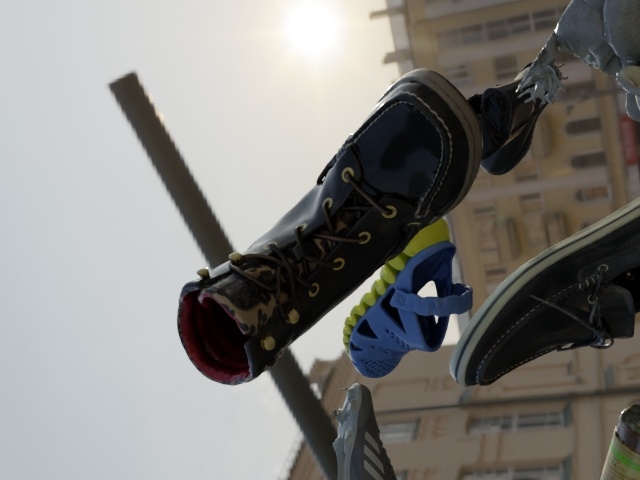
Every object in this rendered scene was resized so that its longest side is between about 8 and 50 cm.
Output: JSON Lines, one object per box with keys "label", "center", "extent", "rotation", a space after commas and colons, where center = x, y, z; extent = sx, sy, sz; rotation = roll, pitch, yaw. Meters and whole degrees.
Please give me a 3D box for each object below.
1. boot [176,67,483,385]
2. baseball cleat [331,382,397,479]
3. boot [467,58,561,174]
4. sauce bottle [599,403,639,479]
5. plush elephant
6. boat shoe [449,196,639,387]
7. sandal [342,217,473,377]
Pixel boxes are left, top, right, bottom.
{"label": "boot", "center": [0.000, 0.000, 1.041], "extent": [0.284, 0.377, 0.138], "rotation": [-39, -95, -31]}
{"label": "baseball cleat", "center": [0.068, 0.284, 1.214], "extent": [0.072, 0.109, 0.205], "rotation": [147, 130, -70]}
{"label": "boot", "center": [0.287, -0.179, 1.635], "extent": [0.207, 0.094, 0.246], "rotation": [-33, -22, -43]}
{"label": "sauce bottle", "center": [0.466, 0.419, 1.483], "extent": [0.111, 0.111, 0.344], "rotation": [-47, -32, -67]}
{"label": "plush elephant", "center": [0.457, -0.270, 1.313], "extent": [0.330, 0.255, 0.272], "rotation": [-58, -8, 14]}
{"label": "boat shoe", "center": [0.430, 0.095, 1.574], "extent": [0.156, 0.500, 0.187], "rotation": [53, 169, 34]}
{"label": "sandal", "center": [0.131, 0.117, 1.463], "extent": [0.138, 0.126, 0.317], "rotation": [55, 144, 28]}
